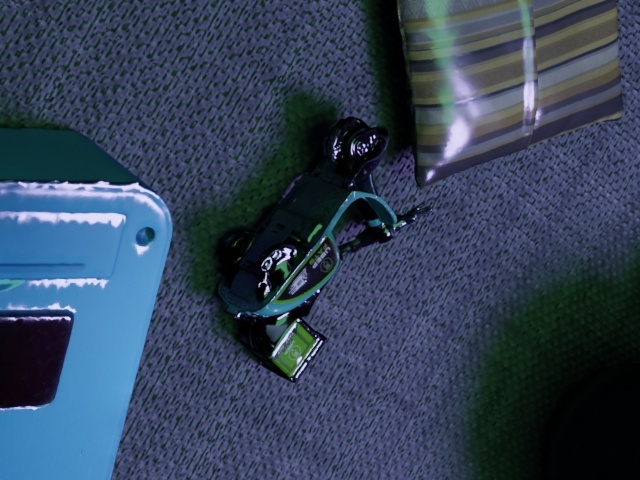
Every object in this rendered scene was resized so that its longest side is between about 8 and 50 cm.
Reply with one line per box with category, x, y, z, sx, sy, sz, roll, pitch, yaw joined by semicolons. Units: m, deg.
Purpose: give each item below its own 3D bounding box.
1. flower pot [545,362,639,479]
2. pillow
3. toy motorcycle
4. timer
flower pot;0.271;0.180;1.377;0.235;0.148;0.235;-13;110;-37
pillow;0.135;-0.161;1.258;0.208;0.052;0.212;-21;114;-35
toy motorcycle;0.000;0.000;1.197;0.173;0.058;0.100;-53;132;-12
timer;-0.223;0.062;1.054;0.232;0.091;0.250;1;112;-37
